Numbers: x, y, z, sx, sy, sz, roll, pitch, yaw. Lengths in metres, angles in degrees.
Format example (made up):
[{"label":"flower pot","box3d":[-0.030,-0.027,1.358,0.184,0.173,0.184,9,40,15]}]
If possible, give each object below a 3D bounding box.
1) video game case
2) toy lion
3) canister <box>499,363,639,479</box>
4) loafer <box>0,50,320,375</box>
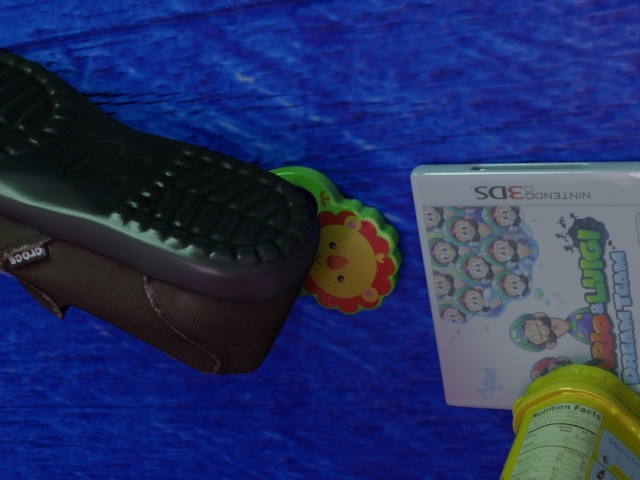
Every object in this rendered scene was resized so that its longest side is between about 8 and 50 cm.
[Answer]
[{"label":"video game case","box3d":[0.131,0.030,0.806,0.143,0.019,0.157,1,114,26]},{"label":"toy lion","box3d":[0.000,0.000,0.852,0.096,0.034,0.100,-13,107,23]},{"label":"canister","box3d":[0.146,0.170,0.760,0.126,0.170,0.073,44,134,-13]},{"label":"loafer","box3d":[-0.170,-0.011,0.850,0.365,0.134,0.130,25,130,28]}]
